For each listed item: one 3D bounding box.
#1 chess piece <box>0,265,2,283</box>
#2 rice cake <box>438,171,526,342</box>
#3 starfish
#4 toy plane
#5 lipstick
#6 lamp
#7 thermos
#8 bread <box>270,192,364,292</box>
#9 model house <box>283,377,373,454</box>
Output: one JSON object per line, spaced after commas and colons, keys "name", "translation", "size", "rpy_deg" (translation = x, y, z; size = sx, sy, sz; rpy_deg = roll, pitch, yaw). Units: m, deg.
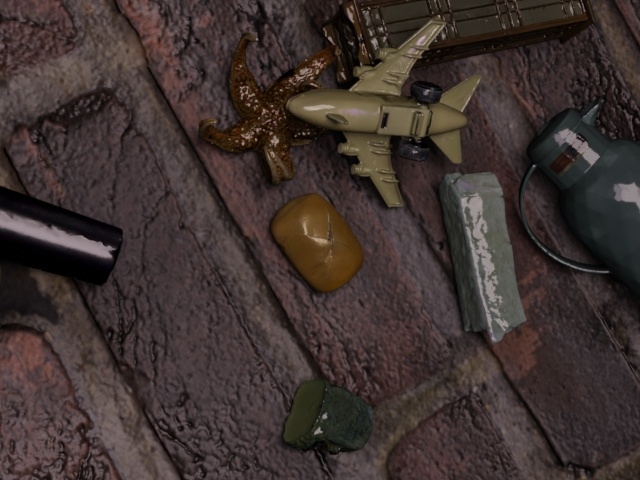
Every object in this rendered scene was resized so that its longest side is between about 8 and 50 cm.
{"name": "chess piece", "translation": [-0.395, 0.186, 1.309], "size": [0.182, 0.182, 0.330], "rpy_deg": [-4, 86, -19]}
{"name": "rice cake", "translation": [0.193, 0.019, 1.583], "size": [0.069, 0.063, 0.206], "rpy_deg": [-9, 83, -26]}
{"name": "starfish", "translation": [-0.053, -0.162, 1.531], "size": [0.146, 0.074, 0.190], "rpy_deg": [39, 70, -9]}
{"name": "toy plane", "translation": [0.075, -0.143, 1.519], "size": [0.244, 0.092, 0.229], "rpy_deg": [-1, 112, -35]}
{"name": "lipstick", "translation": [-0.413, -0.043, 1.387], "size": [0.418, 0.077, 0.077], "rpy_deg": [17, 74, -13]}
{"name": "lamp", "translation": [0.170, -0.264, 1.620], "size": [0.325, 0.090, 0.089], "rpy_deg": [-15, 84, -20]}
{"name": "thermos", "translation": [0.362, -0.028, 1.617], "size": [0.286, 0.145, 0.182], "rpy_deg": [41, 103, -4]}
{"name": "bread", "translation": [0.000, 0.000, 1.525], "size": [0.082, 0.056, 0.115], "rpy_deg": [-35, 91, -21]}
{"name": "model house", "translation": [0.012, 0.205, 1.493], "size": [0.083, 0.066, 0.079], "rpy_deg": [32, 59, -29]}
